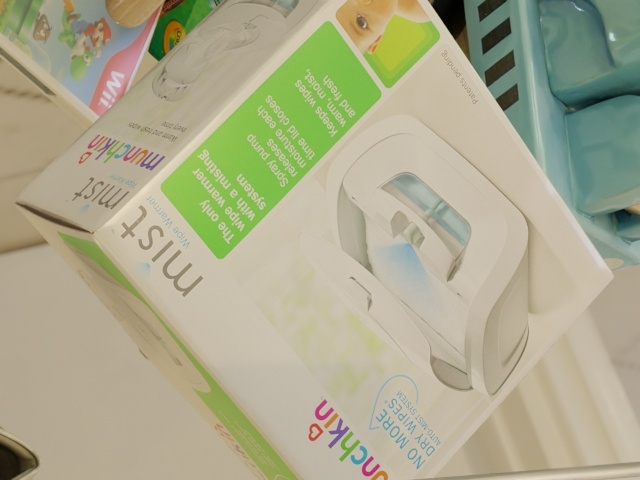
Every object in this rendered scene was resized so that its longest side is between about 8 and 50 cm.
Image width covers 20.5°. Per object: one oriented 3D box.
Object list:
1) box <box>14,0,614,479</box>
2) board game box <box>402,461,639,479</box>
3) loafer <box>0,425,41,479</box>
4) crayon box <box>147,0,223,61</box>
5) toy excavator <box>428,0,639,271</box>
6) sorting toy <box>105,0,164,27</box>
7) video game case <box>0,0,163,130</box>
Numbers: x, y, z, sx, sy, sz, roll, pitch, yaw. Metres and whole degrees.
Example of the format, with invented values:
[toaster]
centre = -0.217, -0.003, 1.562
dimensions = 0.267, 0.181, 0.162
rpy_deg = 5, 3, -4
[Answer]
[box]
centre = 0.000, 0.000, 1.021
dimensions = 0.231, 0.126, 0.262
rpy_deg = -45, 118, -16
[board game box]
centre = 0.071, 0.283, 0.657
dimensions = 0.390, 0.390, 0.050
rpy_deg = 0, -174, -30
[loafer]
centre = -0.336, 0.168, 1.380
dimensions = 0.111, 0.112, 0.319
rpy_deg = -15, 168, 20
[crayon box]
centre = -0.021, -0.258, 1.582
dimensions = 0.278, 0.081, 0.165
rpy_deg = -39, 163, -42
[toy excavator]
centre = 0.254, -0.087, 1.306
dimensions = 0.445, 0.433, 0.222
rpy_deg = -20, 152, 32
[sorting toy]
centre = -0.102, -0.284, 1.363
dimensions = 0.038, 0.208, 0.193
rpy_deg = 28, 121, -36
[video game case]
centre = -0.228, -0.244, 1.513
dimensions = 0.025, 0.204, 0.285
rpy_deg = 10, 160, 33
